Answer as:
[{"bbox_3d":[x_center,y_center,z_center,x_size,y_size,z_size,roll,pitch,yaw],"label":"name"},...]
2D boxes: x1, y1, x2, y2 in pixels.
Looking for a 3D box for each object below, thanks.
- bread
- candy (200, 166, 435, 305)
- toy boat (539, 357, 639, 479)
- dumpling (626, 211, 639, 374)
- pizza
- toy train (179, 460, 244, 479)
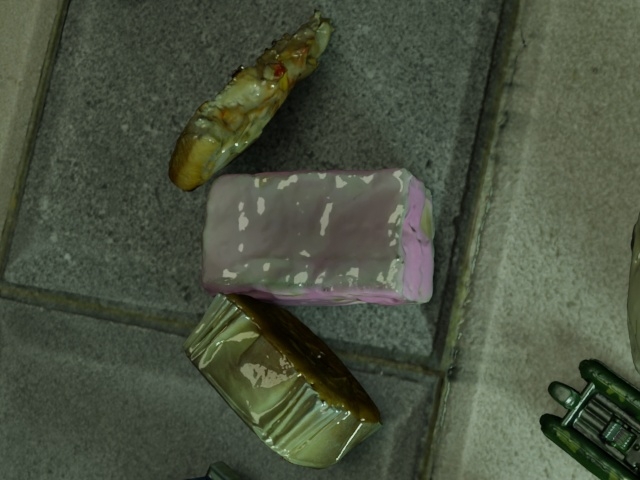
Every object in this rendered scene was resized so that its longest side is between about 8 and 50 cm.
[{"bbox_3d":[-0.039,0.157,1.586,0.110,0.192,0.210,-49,63,7],"label":"bread"},{"bbox_3d":[0.000,0.000,1.649,0.265,0.116,0.155,0,76,24],"label":"candy"},{"bbox_3d":[0.330,0.215,1.476,0.210,0.052,0.104,39,94,28],"label":"toy boat"},{"bbox_3d":[0.441,0.078,1.420,0.243,0.187,0.318,-13,78,-19],"label":"dumpling"},{"bbox_3d":[-0.081,-0.173,1.706,0.071,0.189,0.297,38,55,0],"label":"pizza"},{"bbox_3d":[-0.107,0.379,1.548,0.300,0.202,0.131,36,112,35],"label":"toy train"}]
